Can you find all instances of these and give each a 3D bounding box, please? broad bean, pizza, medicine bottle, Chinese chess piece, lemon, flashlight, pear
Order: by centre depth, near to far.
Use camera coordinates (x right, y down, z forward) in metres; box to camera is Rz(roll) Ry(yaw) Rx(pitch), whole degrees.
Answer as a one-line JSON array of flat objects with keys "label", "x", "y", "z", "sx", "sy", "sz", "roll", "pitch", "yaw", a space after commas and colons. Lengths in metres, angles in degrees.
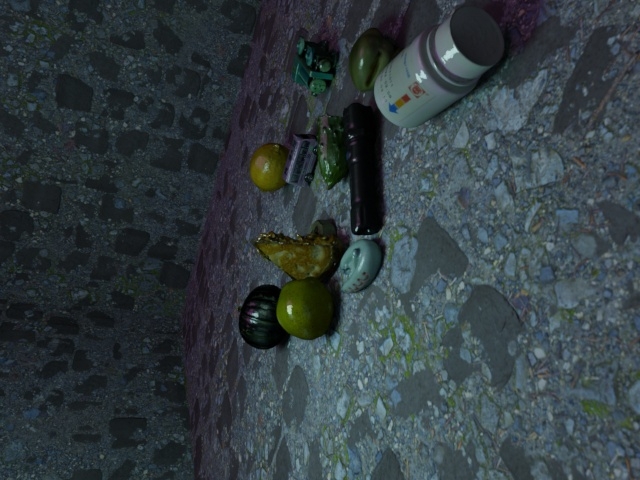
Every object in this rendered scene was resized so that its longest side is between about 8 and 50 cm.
[{"label": "medicine bottle", "x": 0.257, "y": -0.380, "z": 1.180, "sx": 0.293, "sy": 0.170, "sz": 0.170, "roll": 155, "pitch": 122, "yaw": -64}, {"label": "flashlight", "x": 0.117, "y": -0.209, "z": 1.548, "sx": 0.103, "sy": 0.103, "sz": 0.423, "roll": 141, "pitch": 133, "yaw": -58}, {"label": "broad bean", "x": 0.150, "y": -0.552, "z": 1.610, "sx": 0.263, "sy": 0.121, "sz": 0.188, "roll": -95, "pitch": 17, "yaw": -67}, {"label": "pear", "x": -0.051, "y": 0.214, "z": 1.656, "sx": 0.198, "sy": 0.198, "sz": 0.198, "roll": -170, "pitch": 90, "yaw": -68}, {"label": "pizza", "x": -0.076, "y": 0.065, "z": 1.711, "sx": 0.074, "sy": 0.288, "sz": 0.251, "roll": -79, "pitch": -6, "yaw": -45}, {"label": "Chinese chess piece", "x": 0.000, "y": 0.000, "z": 1.784, "sx": 0.144, "sy": 0.059, "sz": 0.144, "roll": -169, "pitch": 90, "yaw": -68}, {"label": "lemon", "x": -0.210, "y": -0.311, "z": 2.242, "sx": 0.188, "sy": 0.189, "sz": 0.256, "roll": -102, "pitch": 29, "yaw": -42}]

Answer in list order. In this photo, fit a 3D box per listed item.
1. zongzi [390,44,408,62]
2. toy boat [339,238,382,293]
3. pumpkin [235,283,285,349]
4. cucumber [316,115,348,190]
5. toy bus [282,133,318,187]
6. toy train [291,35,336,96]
[{"label": "zongzi", "x": 0.212, "y": -0.476, "z": 1.488, "sx": 0.130, "sy": 0.062, "sz": 0.154, "roll": 118, "pitch": 160, "yaw": -63}, {"label": "toy boat", "x": 0.099, "y": 0.070, "z": 1.501, "sx": 0.207, "sy": 0.079, "sz": 0.134, "roll": 132, "pitch": 144, "yaw": -55}, {"label": "pumpkin", "x": -0.221, "y": 0.287, "z": 2.008, "sx": 0.250, "sy": 0.216, "sz": 0.249, "roll": 17, "pitch": -90, "yaw": -79}, {"label": "cucumber", "x": 0.043, "y": -0.285, "z": 1.724, "sx": 0.134, "sy": 0.134, "sz": 0.244, "roll": -177, "pitch": 93, "yaw": -67}, {"label": "toy bus", "x": -0.073, "y": -0.312, "z": 2.019, "sx": 0.096, "sy": 0.108, "sz": 0.198, "roll": -124, "pitch": 48, "yaw": -59}, {"label": "toy train", "x": -0.030, "y": -0.683, "z": 2.070, "sx": 0.298, "sy": 0.120, "sz": 0.194, "roll": -115, "pitch": 33, "yaw": -54}]
